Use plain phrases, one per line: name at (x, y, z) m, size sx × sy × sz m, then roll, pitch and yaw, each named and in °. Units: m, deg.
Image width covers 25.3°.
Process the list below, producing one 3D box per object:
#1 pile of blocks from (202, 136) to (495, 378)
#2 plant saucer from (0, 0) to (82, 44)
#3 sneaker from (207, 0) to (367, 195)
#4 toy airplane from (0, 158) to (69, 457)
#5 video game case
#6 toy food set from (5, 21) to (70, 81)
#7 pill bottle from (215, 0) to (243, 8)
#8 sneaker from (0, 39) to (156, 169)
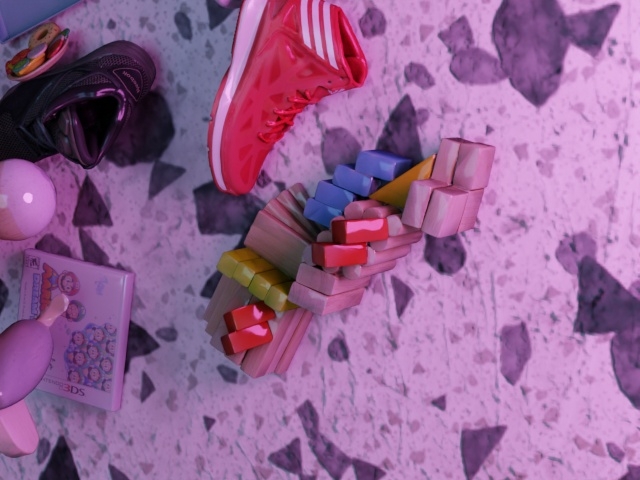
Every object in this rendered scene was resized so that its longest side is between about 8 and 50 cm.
pile of blocks at (0.000, 0.000, 1.375) m, size 0.362 × 0.112 × 0.149 m, roll -38°, pitch 78°, yaw 25°
plant saucer at (-0.285, -0.280, 1.549) m, size 0.192 × 0.018 × 0.067 m, roll -22°, pitch 85°, yaw 29°
sneaker at (-0.030, -0.134, 1.394) m, size 0.128 × 0.087 × 0.221 m, roll 19°, pitch 114°, yaw 17°
toy airplane at (-0.397, -0.002, 1.442) m, size 0.272 × 0.386 × 0.384 m, roll -25°, pitch 62°, yaw -8°
video game case at (-0.277, 0.098, 1.584) m, size 0.143 × 0.019 × 0.157 m, roll 12°, pitch 101°, yaw 26°
toy food set at (-0.305, -0.202, 1.535) m, size 0.083 × 0.020 × 0.082 m, roll -42°, pitch 31°, yaw -13°
pill bottle at (-0.116, -0.331, 1.403) m, size 0.193 × 0.108 × 0.108 m, roll 49°, pitch 114°, yaw 15°
sneaker at (-0.283, -0.120, 1.498) m, size 0.227 × 0.130 × 0.087 m, roll -21°, pitch 119°, yaw 28°
